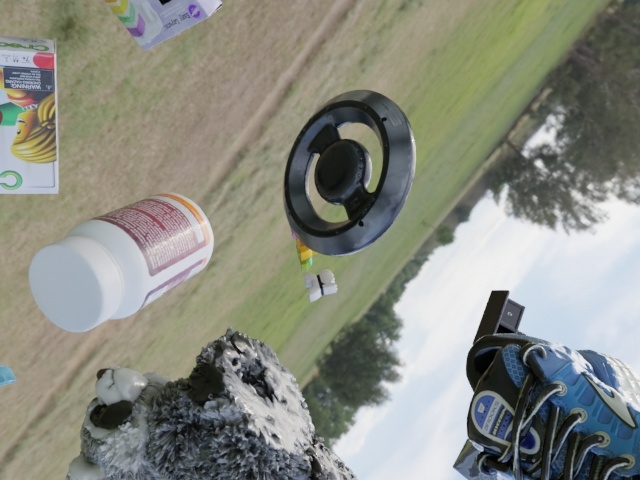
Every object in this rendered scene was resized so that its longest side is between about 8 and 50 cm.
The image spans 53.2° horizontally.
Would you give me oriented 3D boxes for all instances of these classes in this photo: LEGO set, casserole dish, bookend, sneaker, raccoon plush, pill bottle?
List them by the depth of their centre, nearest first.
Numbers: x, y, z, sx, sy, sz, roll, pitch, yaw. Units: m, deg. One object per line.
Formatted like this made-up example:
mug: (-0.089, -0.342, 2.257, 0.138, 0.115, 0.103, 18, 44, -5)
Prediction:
sneaker: (0.169, 0.150, 0.414, 0.330, 0.147, 0.129, -106, -143, -79)
raccoon plush: (-0.150, 0.343, 0.889, 0.299, 0.446, 0.216, -38, 167, 14)
LEGO set: (0.000, 0.000, 1.212, 0.093, 0.227, 0.087, -12, 132, -5)
casserole dish: (-0.644, 0.266, 1.221, 0.114, 0.037, 0.188, -11, 173, -26)
pill bottle: (-0.430, 0.040, 1.426, 0.224, 0.224, 0.392, -54, 173, 27)
bookend: (0.498, 0.232, 1.660, 0.156, 0.157, 0.072, -66, -162, -14)

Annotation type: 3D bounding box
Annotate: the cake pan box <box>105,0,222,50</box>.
cake pan box: (-0.375, -0.568, 1.401, 0.267, 0.245, 0.070, -7, -137, 41)

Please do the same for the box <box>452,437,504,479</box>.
box: (0.378, 0.335, 1.166, 0.270, 0.143, 0.165, -35, 158, -53)

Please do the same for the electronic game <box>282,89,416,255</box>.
electronic game: (0.031, -0.092, 0.863, 0.048, 0.229, 0.229, 14, 121, -45)

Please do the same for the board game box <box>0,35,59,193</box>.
board game box: (-0.472, -0.148, 0.749, 0.305, 0.053, 0.193, -2, 127, -22)
